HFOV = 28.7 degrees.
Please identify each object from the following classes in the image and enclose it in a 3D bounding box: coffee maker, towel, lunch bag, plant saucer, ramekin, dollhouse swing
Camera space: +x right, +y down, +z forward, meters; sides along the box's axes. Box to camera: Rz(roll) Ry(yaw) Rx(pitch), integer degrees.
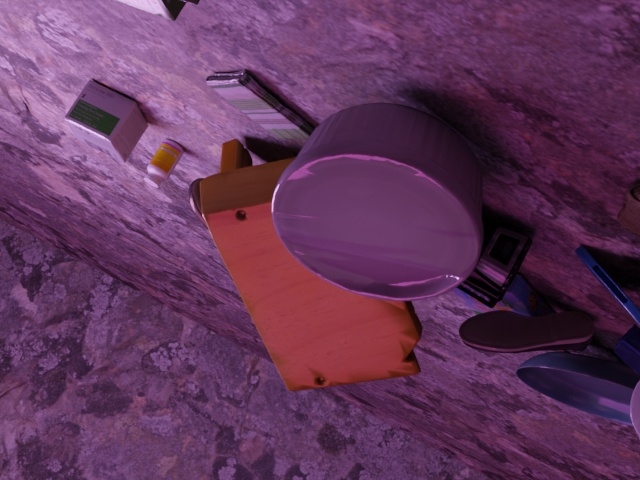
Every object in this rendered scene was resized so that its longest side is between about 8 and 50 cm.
[{"bbox_3d":[0.199,0.005,1.777,0.178,0.120,0.171,30,-177,5],"label":"coffee maker"},{"bbox_3d":[-0.084,-0.195,1.812,0.152,0.023,0.113,36,167,-30],"label":"towel"},{"bbox_3d":[0.470,0.148,1.794,0.067,0.065,0.098,43,169,13],"label":"lunch bag"},{"bbox_3d":[0.482,0.249,2.074,0.318,0.043,0.317,20,167,5],"label":"plant saucer"},{"bbox_3d":[0.415,-0.013,1.435,0.148,0.027,0.110,26,166,12],"label":"towel"},{"bbox_3d":[0.082,-0.055,1.585,0.273,0.127,0.272,11,140,10],"label":"ramekin"},{"bbox_3d":[0.000,0.000,1.945,0.315,0.305,0.346,-10,122,23],"label":"dollhouse swing"}]

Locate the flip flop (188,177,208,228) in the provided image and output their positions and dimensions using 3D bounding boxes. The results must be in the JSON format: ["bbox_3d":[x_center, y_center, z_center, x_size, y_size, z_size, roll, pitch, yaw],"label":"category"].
[{"bbox_3d":[-0.116,-0.035,2.272,0.277,0.112,0.080,33,127,-15],"label":"flip flop"}]

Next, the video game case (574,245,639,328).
[{"bbox_3d":[0.406,0.086,1.653,0.119,0.015,0.166,42,-169,-41],"label":"video game case"}]

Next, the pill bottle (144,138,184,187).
[{"bbox_3d":[-0.283,-0.138,2.252,0.043,0.083,0.043,28,165,8],"label":"pill bottle"}]

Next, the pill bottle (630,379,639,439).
[{"bbox_3d":[0.546,0.269,1.790,0.162,0.162,0.278,20,171,35],"label":"pill bottle"}]

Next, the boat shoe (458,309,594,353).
[{"bbox_3d":[0.317,0.153,1.935,0.206,0.075,0.065,-3,141,3],"label":"boat shoe"}]

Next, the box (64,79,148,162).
[{"bbox_3d":[-0.372,-0.207,2.184,0.101,0.087,0.102,26,164,14],"label":"box"}]

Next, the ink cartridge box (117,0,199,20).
[{"bbox_3d":[-0.185,-0.318,1.407,0.209,0.109,0.062,22,164,26],"label":"ink cartridge box"}]

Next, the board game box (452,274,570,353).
[{"bbox_3d":[0.301,0.105,2.028,0.160,0.039,0.211,15,158,45],"label":"board game box"}]
